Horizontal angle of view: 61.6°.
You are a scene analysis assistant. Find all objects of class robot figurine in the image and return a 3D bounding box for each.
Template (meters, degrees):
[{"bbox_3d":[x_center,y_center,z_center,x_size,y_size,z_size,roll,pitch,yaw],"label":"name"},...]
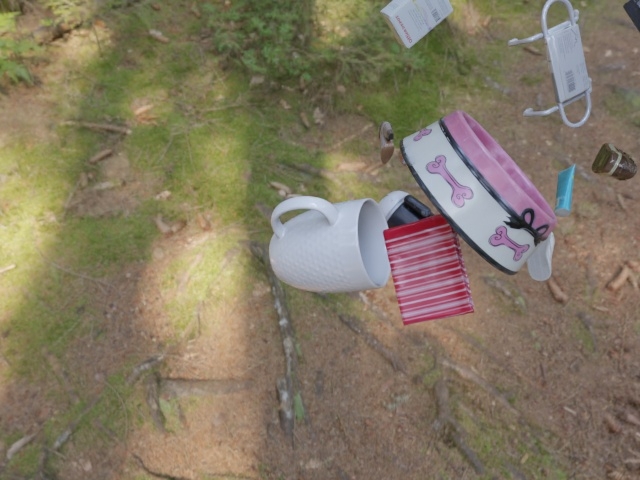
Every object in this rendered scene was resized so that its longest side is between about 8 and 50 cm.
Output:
[{"bbox_3d":[0.331,-0.061,1.971,0.278,0.209,0.174,42,23,15],"label":"robot figurine"}]

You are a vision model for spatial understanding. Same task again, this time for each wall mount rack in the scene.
[{"bbox_3d":[0.672,-0.497,1.484,0.304,0.349,0.130,-28,20,-19],"label":"wall mount rack"}]

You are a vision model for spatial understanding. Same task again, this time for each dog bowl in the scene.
[{"bbox_3d":[0.373,-0.127,1.233,0.408,0.150,0.407,38,26,-23],"label":"dog bowl"}]

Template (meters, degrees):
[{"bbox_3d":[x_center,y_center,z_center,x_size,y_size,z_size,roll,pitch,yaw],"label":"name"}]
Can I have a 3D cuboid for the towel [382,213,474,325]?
[{"bbox_3d":[0.287,0.078,1.450,0.199,0.274,0.031,-14,-7,19],"label":"towel"}]

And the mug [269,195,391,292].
[{"bbox_3d":[0.000,0.000,1.640,0.328,0.374,0.276,-9,50,26],"label":"mug"}]

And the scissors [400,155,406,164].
[{"bbox_3d":[0.413,-0.374,2.169,0.109,0.297,0.021,28,65,-1],"label":"scissors"}]

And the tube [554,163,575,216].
[{"bbox_3d":[0.895,-0.185,1.972,0.052,0.080,0.207,29,61,-19],"label":"tube"}]

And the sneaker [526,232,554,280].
[{"bbox_3d":[0.770,-0.022,1.911,0.108,0.292,0.169,0,34,26],"label":"sneaker"}]

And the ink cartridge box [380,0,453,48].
[{"bbox_3d":[0.285,-0.683,1.599,0.175,0.127,0.072,-39,39,7],"label":"ink cartridge box"}]

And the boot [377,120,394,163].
[{"bbox_3d":[0.200,-0.311,1.678,0.042,0.118,0.087,3,32,-18],"label":"boot"}]

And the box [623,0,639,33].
[{"bbox_3d":[1.007,-0.547,1.159,0.298,0.471,0.479,22,45,-13],"label":"box"}]

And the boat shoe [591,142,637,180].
[{"bbox_3d":[0.857,-0.218,1.558,0.095,0.095,0.257,25,26,13],"label":"boat shoe"}]
